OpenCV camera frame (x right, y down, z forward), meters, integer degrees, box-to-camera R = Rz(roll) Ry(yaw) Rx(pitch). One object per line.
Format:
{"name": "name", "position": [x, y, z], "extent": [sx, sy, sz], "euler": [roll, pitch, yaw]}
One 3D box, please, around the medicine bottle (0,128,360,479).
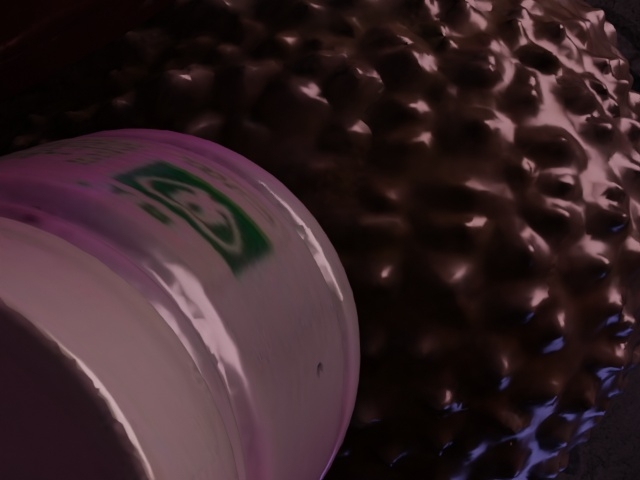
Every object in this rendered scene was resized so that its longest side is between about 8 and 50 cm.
{"name": "medicine bottle", "position": [-0.110, 0.074, 0.667], "extent": [0.212, 0.212, 0.325], "euler": [58, 15, -3]}

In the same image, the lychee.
{"name": "lychee", "position": [0.000, 0.000, 0.984], "extent": [0.380, 0.432, 0.380], "euler": [-179, -90, -77]}

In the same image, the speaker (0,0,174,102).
{"name": "speaker", "position": [-0.211, -0.091, 0.716], "extent": [0.198, 0.259, 0.329], "euler": [33, -8, 9]}
